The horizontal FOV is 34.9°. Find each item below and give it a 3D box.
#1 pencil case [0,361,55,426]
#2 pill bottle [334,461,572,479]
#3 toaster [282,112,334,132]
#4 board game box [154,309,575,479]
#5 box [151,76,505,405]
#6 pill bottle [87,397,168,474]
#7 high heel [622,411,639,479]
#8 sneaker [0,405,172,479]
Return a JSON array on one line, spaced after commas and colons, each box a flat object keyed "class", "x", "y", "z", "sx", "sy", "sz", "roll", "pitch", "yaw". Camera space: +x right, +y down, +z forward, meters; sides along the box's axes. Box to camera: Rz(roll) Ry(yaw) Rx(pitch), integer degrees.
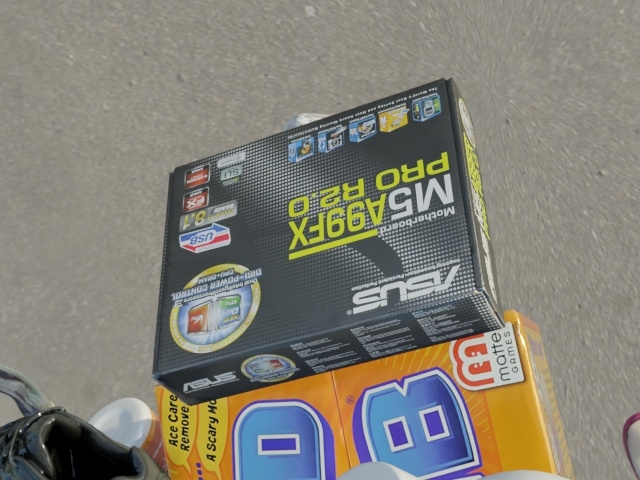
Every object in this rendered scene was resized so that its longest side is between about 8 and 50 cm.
[{"class": "pencil case", "x": -0.427, "y": 0.279, "z": 1.077, "sx": 0.183, "sy": 0.160, "sz": 0.410, "roll": 45, "pitch": 123, "yaw": -5}, {"class": "pill bottle", "x": 0.134, "y": 0.219, "z": 0.443, "sx": 0.323, "sy": 0.181, "sz": 0.181, "roll": 30, "pitch": 103, "yaw": -16}, {"class": "toaster", "x": 0.020, "y": -0.100, "z": 1.498, "sx": 0.147, "sy": 0.129, "sz": 0.226, "roll": 5, "pitch": 84, "yaw": -16}, {"class": "board game box", "x": 0.085, "y": 0.288, "z": 1.066, "sx": 0.357, "sy": 0.356, "sz": 0.356, "roll": -13, "pitch": 80, "yaw": 13}, {"class": "box", "x": 0.000, "y": 0.000, "z": 0.822, "sx": 0.270, "sy": 0.216, "sz": 0.060, "roll": -16, "pitch": 140, "yaw": 19}, {"class": "pill bottle", "x": -0.246, "y": 0.338, "z": 1.490, "sx": 0.121, "sy": 0.121, "sz": 0.216, "roll": -26, "pitch": 126, "yaw": 12}, {"class": "high heel", "x": 0.536, "y": 0.327, "z": 1.447, "sx": 0.127, "sy": 0.181, "sz": 0.377, "roll": -42, "pitch": 111, "yaw": 14}, {"class": "sneaker", "x": -0.234, "y": 0.186, "z": 0.833, "sx": 0.286, "sy": 0.109, "sz": 0.130, "roll": 4, "pitch": 133, "yaw": 21}]
